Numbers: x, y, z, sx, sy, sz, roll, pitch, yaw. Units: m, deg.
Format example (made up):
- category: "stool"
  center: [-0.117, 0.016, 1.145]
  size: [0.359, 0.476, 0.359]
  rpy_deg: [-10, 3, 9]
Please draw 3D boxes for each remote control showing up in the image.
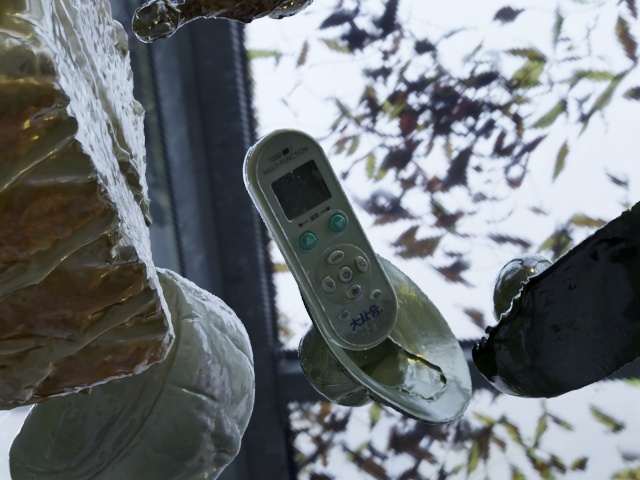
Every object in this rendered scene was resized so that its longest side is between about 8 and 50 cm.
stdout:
- category: "remote control"
  center: [0.000, 0.000, 1.123]
  size: [0.221, 0.078, 0.042]
  rpy_deg: [62, -18, -12]

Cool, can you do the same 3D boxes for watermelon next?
- category: "watermelon"
  center: [0.261, 0.052, 1.177]
  size: [0.301, 0.129, 0.123]
  rpy_deg: [-43, -89, 18]

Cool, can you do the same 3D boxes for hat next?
- category: "hat"
  center: [0.037, 0.120, 1.324]
  size: [0.252, 0.252, 0.110]
  rpy_deg: [45, -63, -1]

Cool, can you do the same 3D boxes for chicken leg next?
- category: "chicken leg"
  center: [-0.118, -0.306, 1.542]
  size: [0.087, 0.251, 0.107]
  rpy_deg: [67, -22, 3]

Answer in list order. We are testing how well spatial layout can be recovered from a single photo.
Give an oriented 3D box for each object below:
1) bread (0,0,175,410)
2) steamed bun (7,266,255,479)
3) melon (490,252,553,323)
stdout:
- category: "bread"
  center: [-0.326, -0.052, 0.905]
  size: [0.390, 0.279, 0.371]
  rpy_deg: [-16, -39, -1]
- category: "steamed bun"
  center: [-0.245, 0.247, 1.730]
  size: [0.236, 0.247, 0.383]
  rpy_deg: [34, -90, 37]
- category: "melon"
  center: [0.273, 0.073, 1.619]
  size: [0.098, 0.131, 0.098]
  rpy_deg: [7, -49, 8]
